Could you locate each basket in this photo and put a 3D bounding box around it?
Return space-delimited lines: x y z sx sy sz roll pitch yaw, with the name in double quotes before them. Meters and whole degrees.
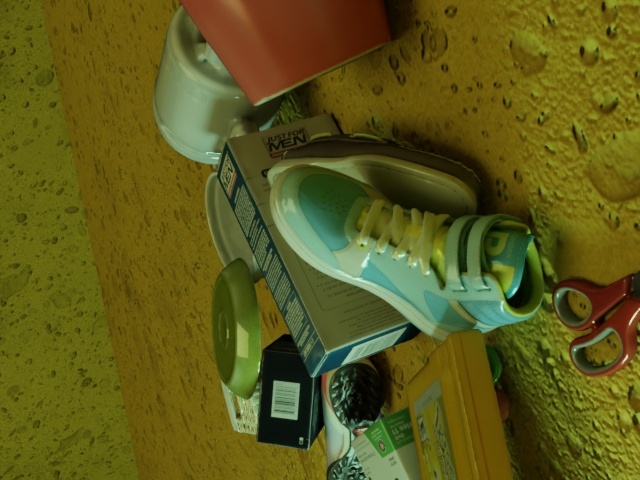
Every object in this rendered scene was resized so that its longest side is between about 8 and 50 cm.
"basket" -0.080 0.279 1.668 0.103 0.167 0.113 1 106 60

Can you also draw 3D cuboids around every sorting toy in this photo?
"sorting toy" 0.214 0.178 1.136 0.061 0.042 0.102 -6 88 50

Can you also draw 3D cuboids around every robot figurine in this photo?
"robot figurine" -0.156 -0.252 1.437 0.353 0.199 0.300 123 140 -59

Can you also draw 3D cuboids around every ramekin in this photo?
"ramekin" -0.114 -0.034 1.602 0.207 0.109 0.207 44 144 46

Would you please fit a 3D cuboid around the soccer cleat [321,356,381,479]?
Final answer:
"soccer cleat" 0.052 0.304 1.502 0.116 0.108 0.318 -111 14 -61

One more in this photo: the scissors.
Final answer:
"scissors" 0.311 0.051 0.864 0.109 0.021 0.297 69 155 16

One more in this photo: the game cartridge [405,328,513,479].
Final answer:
"game cartridge" 0.168 0.279 1.101 0.324 0.052 0.286 94 168 -71

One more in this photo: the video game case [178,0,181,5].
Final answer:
"video game case" -0.187 -0.429 1.580 0.210 0.041 0.232 67 155 17

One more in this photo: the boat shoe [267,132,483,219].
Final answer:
"boat shoe" 0.073 -0.084 1.155 0.324 0.097 0.117 6 135 45

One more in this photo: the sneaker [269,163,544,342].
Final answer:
"sneaker" 0.112 -0.005 1.001 0.208 0.319 0.127 -25 39 59

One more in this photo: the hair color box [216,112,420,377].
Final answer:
"hair color box" 0.000 0.000 1.302 0.347 0.173 0.105 64 156 20

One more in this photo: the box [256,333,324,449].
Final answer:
"box" -0.042 0.248 1.521 0.158 0.093 0.156 -19 -66 -78

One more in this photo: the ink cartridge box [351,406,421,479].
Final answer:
"ink cartridge box" 0.143 0.360 1.338 0.209 0.086 0.153 64 155 17

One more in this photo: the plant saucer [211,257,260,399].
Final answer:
"plant saucer" -0.149 0.150 1.547 0.241 0.037 0.241 179 90 -71

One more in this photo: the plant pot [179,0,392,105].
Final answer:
"plant pot" -0.046 -0.315 1.119 0.243 0.274 0.275 65 157 -8
